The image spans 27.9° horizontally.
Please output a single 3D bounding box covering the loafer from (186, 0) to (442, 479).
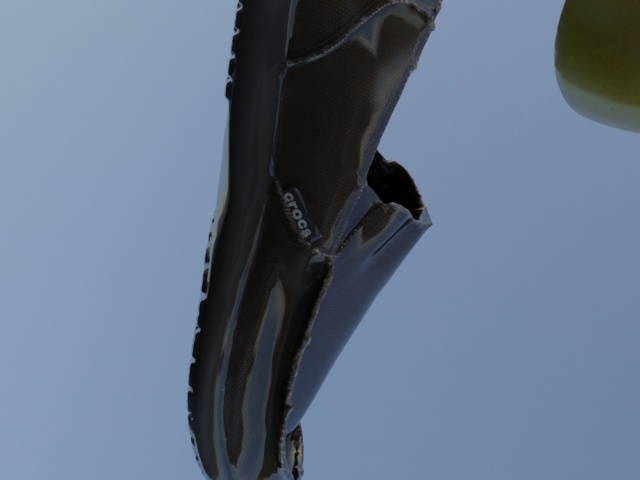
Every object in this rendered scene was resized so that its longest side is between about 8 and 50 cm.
[{"bbox_3d":[0.000,0.000,0.750,0.130,0.134,0.366,8,-65,-2],"label":"loafer"}]

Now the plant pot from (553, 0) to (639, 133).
[{"bbox_3d":[0.216,-0.111,0.741,0.095,0.134,0.134,42,-68,45],"label":"plant pot"}]
